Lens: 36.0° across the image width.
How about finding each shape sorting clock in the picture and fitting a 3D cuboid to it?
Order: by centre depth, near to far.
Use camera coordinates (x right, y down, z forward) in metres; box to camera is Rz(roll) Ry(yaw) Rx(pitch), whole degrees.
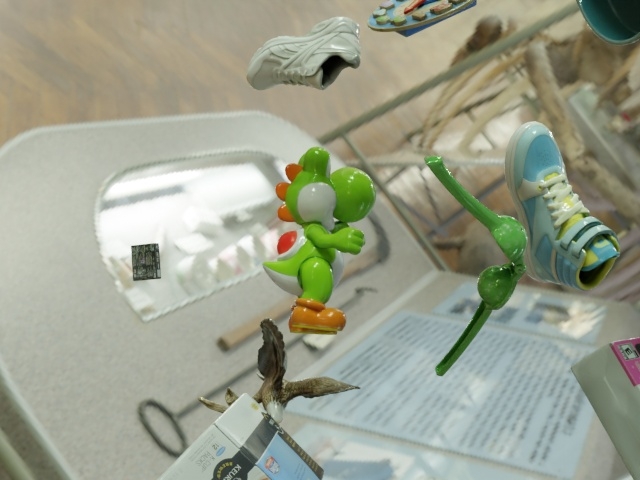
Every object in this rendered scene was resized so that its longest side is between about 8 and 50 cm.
[{"bbox_3d":[0.179,-0.414,1.726,0.206,0.206,0.040,-90,163,-58],"label":"shape sorting clock"}]

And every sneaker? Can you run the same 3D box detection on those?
[{"bbox_3d":[0.448,-0.055,1.776,0.208,0.127,0.319,27,-42,61],"label":"sneaker"},{"bbox_3d":[-0.031,-0.318,1.799,0.090,0.232,0.115,36,38,-55],"label":"sneaker"}]

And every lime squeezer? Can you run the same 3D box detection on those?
[{"bbox_3d":[0.182,0.036,1.120,0.059,0.110,0.310,-125,-157,-50],"label":"lime squeezer"}]

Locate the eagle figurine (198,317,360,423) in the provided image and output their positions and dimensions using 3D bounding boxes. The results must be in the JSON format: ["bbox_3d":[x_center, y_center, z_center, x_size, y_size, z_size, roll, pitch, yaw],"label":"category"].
[{"bbox_3d":[-0.077,0.313,2.109,0.226,0.298,0.225,10,40,-44],"label":"eagle figurine"}]

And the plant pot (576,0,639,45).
[{"bbox_3d":[0.520,-0.422,1.363,0.271,0.255,0.271,170,-90,-78],"label":"plant pot"}]

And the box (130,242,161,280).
[{"bbox_3d":[-0.400,0.049,2.257,0.018,0.067,0.083,3,81,-66],"label":"box"}]

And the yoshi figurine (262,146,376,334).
[{"bbox_3d":[0.028,0.000,1.908,0.203,0.204,0.362,16,73,-54],"label":"yoshi figurine"}]

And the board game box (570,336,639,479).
[{"bbox_3d":[0.562,0.257,1.538,0.303,0.097,0.224,-2,57,-42],"label":"board game box"}]

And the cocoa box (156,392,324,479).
[{"bbox_3d":[-0.154,0.451,1.759,0.228,0.231,0.347,44,2,3],"label":"cocoa box"}]
